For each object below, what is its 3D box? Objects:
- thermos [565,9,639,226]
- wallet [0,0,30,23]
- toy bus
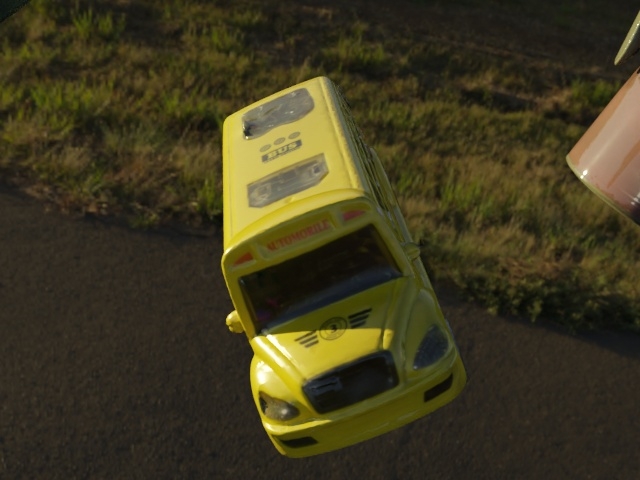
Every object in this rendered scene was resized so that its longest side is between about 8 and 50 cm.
[{"bbox_3d":[0.349,-0.146,0.704,0.176,0.265,0.146,30,25,-2],"label":"thermos"},{"bbox_3d":[-0.170,-0.175,0.430,0.026,0.088,0.129,20,48,10],"label":"wallet"},{"bbox_3d":[0.000,0.000,0.606,0.144,0.152,0.330,-22,32,6],"label":"toy bus"}]
